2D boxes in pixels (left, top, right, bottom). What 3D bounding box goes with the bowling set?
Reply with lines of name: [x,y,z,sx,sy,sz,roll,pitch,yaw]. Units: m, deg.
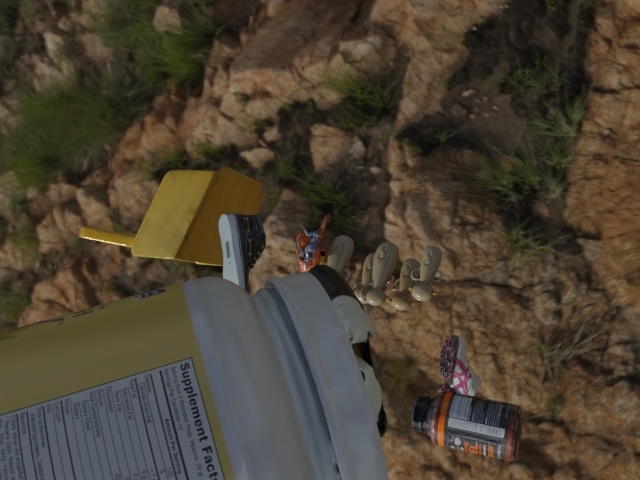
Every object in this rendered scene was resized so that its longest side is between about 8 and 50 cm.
bowling set: [0.158,0.105,1.615,0.287,0.200,0.154,6,66,27]

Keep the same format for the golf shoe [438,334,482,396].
golf shoe: [0.296,0.283,1.458,0.067,0.086,0.186,-124,31,-70]

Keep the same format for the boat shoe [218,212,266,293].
boat shoe: [-0.146,0.034,1.373,0.065,0.083,0.183,-14,80,55]

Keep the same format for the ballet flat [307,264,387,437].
ballet flat: [0.049,0.168,1.038,0.096,0.095,0.280,-14,91,61]

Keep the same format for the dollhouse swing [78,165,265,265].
dollhouse swing: [-0.378,-0.080,1.768,0.305,0.347,0.315,26,93,17]

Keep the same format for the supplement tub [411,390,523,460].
supplement tub: [0.278,0.347,1.319,0.198,0.106,0.105,7,97,22]

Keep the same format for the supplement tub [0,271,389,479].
supplement tub: [-0.140,0.163,0.509,0.241,0.332,0.240,164,90,-78]

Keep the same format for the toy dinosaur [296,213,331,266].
toy dinosaur: [0.000,0.000,1.103,0.090,0.047,0.082,49,111,20]

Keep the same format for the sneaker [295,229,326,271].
sneaker: [-0.024,0.027,1.619,0.175,0.068,0.064,-108,17,-61]
